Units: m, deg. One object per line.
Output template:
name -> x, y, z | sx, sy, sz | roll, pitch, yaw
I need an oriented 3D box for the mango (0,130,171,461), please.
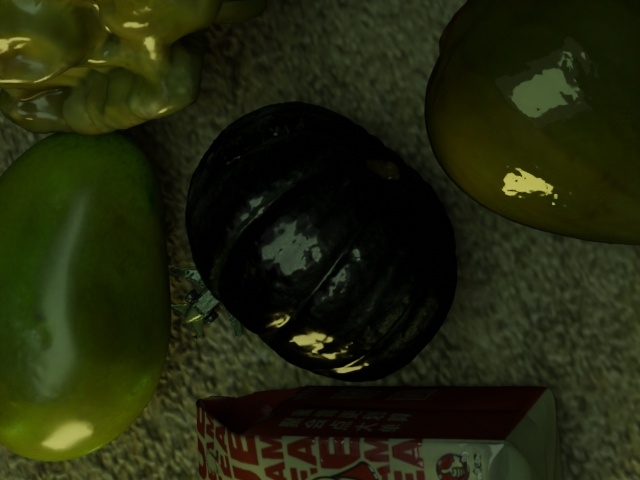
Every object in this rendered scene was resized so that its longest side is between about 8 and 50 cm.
mango -> -0.215, 0.044, 1.151 | 0.185, 0.149, 0.273 | 0, 88, 25

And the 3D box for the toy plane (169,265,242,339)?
toy plane -> -0.088, 0.044, 1.167 | 0.083, 0.033, 0.080 | -43, 93, 17

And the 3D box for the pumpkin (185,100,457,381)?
pumpkin -> 0.000, 0.000, 1.039 | 0.220, 0.220, 0.162 | 42, 103, 10

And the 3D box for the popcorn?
popcorn -> -0.173, -0.218, 1.035 | 0.312, 0.312, 0.312 | 2, 96, 18

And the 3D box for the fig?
fig -> 0.192, -0.100, 0.977 | 0.230, 0.207, 0.207 | 13, 100, 0

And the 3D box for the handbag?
handbag -> 0.033, 0.207, 1.084 | 0.298, 0.151, 0.171 | -3, 100, 22
